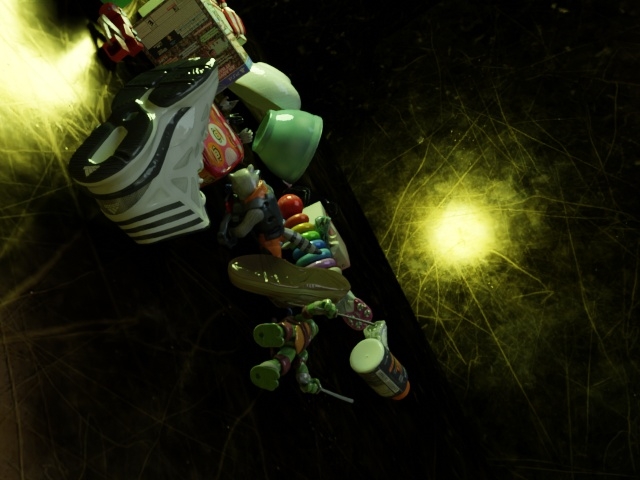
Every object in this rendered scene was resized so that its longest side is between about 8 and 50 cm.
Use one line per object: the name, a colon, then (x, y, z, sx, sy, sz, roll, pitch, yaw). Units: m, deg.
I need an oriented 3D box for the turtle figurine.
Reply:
turtle figurine: (-0.019, 0.239, 1.047, 0.275, 0.197, 0.266, 43, 19, 19)

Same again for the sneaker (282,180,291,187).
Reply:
sneaker: (-0.121, -0.291, 2.062, 0.072, 0.077, 0.178, 52, 15, -32)

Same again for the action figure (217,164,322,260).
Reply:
action figure: (-0.137, -0.075, 1.283, 0.341, 0.179, 0.330, -82, 150, -45)

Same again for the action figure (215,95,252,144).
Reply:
action figure: (-0.300, -0.371, 1.495, 0.275, 0.141, 0.163, -54, 124, -76)

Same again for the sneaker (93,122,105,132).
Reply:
sneaker: (-0.404, -0.183, 0.917, 0.135, 0.058, 0.052, 65, 15, 21)

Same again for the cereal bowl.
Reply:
cereal bowl: (-0.225, -0.641, 1.969, 0.339, 0.141, 0.339, 27, 3, -2)

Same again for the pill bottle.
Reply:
pill bottle: (0.212, 0.448, 1.590, 0.245, 0.131, 0.130, 50, 17, -35)

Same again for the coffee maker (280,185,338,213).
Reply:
coffee maker: (-0.045, -0.152, 1.851, 0.178, 0.171, 0.120, 14, 63, -68)

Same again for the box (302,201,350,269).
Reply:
box: (0.000, 0.000, 1.733, 0.232, 0.127, 0.148, 59, 12, -31)

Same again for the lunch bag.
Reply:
lunch bag: (-0.328, -0.294, 1.206, 0.293, 0.120, 0.258, 57, 24, -17)

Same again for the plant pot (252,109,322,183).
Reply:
plant pot: (-0.149, -0.395, 1.850, 0.196, 0.293, 0.293, 23, 29, -21)

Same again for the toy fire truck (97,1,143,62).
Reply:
toy fire truck: (-0.537, -0.547, 1.228, 0.192, 0.047, 0.135, 60, 15, 4)

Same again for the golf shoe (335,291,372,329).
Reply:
golf shoe: (0.053, 0.191, 1.671, 0.306, 0.115, 0.140, 52, -10, -14)

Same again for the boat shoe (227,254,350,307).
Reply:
boat shoe: (-0.082, 0.124, 1.187, 0.341, 0.110, 0.121, 14, 30, -30)

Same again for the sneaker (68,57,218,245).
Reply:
sneaker: (-0.300, -0.172, 0.950, 0.257, 0.169, 0.447, 74, 24, -44)

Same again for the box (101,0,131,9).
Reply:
box: (-0.549, -0.823, 1.312, 0.127, 0.262, 0.231, 33, 29, -62)

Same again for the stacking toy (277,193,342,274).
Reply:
stacking toy: (-0.055, -0.005, 1.540, 0.330, 0.141, 0.141, 66, 15, 13)

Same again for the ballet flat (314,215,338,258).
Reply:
ballet flat: (0.030, 0.000, 1.607, 0.070, 0.070, 0.188, -98, 173, -57)

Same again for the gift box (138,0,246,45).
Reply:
gift box: (-0.420, -0.757, 1.623, 0.255, 0.258, 0.276, 57, 15, -12)

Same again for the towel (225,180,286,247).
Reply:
towel: (-0.181, -0.087, 1.524, 0.243, 0.040, 0.336, 60, 14, -2)

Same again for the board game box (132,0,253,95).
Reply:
board game box: (-0.390, -0.594, 1.446, 0.291, 0.232, 0.141, 53, 15, -27)

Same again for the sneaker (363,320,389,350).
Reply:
sneaker: (0.228, 0.405, 1.852, 0.115, 0.091, 0.232, 63, 22, -13)
